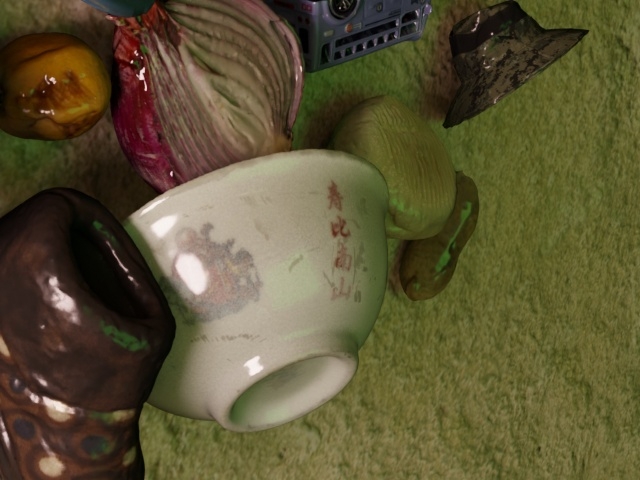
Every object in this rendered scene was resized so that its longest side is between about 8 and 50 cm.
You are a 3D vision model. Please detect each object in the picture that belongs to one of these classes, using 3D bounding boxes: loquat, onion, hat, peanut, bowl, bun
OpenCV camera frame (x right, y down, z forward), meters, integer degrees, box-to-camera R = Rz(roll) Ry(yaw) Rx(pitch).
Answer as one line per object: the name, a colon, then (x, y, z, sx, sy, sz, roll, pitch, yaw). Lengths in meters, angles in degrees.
loquat: (-0.298, -0.166, 1.653, 0.137, 0.137, 0.113, -40, 161, -33)
onion: (-0.176, -0.195, 1.768, 0.348, 0.159, 0.267, 49, 56, -41)
hat: (0.266, -0.288, 2.275, 0.265, 0.265, 0.128, -35, 98, -37)
peanut: (0.186, -0.004, 2.346, 0.099, 0.099, 0.214, 27, 82, -52)
bowl: (-0.075, 0.102, 1.809, 0.435, 0.196, 0.435, -21, 153, -11)
bun: (0.088, -0.088, 2.124, 0.220, 0.134, 0.220, 31, 44, -35)

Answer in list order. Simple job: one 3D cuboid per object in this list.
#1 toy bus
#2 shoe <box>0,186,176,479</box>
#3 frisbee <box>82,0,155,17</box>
toy bus: (0.052, -0.316, 2.014, 0.292, 0.125, 0.133, -25, 126, -41)
shoe: (-0.256, 0.137, 1.636, 0.171, 0.237, 0.384, -26, 95, -56)
frisbee: (-0.281, -0.326, 1.517, 0.049, 0.289, 0.289, -40, 147, 19)
